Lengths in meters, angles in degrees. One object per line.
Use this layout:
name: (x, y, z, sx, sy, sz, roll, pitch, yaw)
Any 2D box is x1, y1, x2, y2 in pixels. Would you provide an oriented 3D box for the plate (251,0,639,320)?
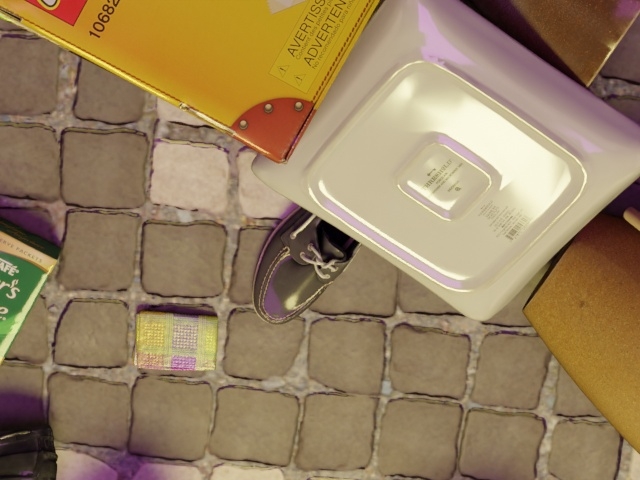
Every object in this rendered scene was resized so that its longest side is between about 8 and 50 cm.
plate: (0.113, -0.064, 1.764, 0.278, 0.045, 0.277, 33, 128, -12)

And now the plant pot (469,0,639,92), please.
plant pot: (0.192, -0.274, 1.760, 0.230, 0.215, 0.215, 34, 104, 3)

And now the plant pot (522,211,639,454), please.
plant pot: (0.327, 0.089, 1.861, 0.254, 0.237, 0.237, 36, 103, 4)

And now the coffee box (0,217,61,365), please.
coffee box: (-0.342, 0.063, 1.921, 0.113, 0.040, 0.184, 30, 104, -9)

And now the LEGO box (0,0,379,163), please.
LEGO box: (-0.085, -0.373, 1.651, 0.372, 0.193, 0.500, 28, 97, -21)

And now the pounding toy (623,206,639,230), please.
pounding toy: (0.370, -0.067, 1.782, 0.154, 0.269, 0.154, 15, 130, -5)

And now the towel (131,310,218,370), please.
towel: (-0.143, 0.099, 1.951, 0.083, 0.009, 0.060, 3, 106, -2)

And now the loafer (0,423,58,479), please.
loafer: (-0.368, 0.218, 1.958, 0.223, 0.076, 0.078, -3, 71, 7)

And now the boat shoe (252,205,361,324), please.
boat shoe: (0.000, 0.000, 1.894, 0.075, 0.065, 0.206, 34, 103, -10)
